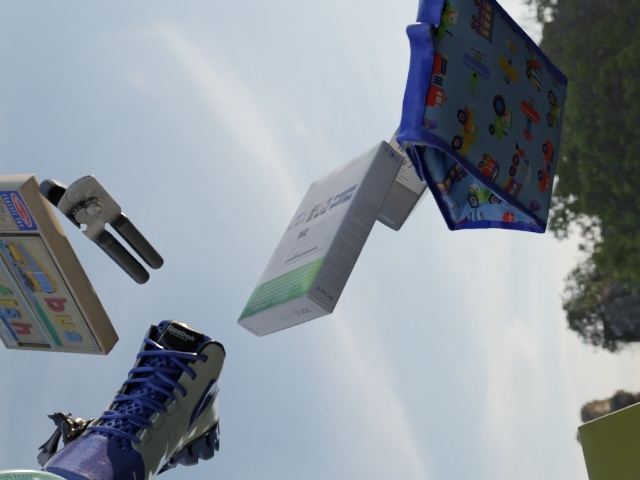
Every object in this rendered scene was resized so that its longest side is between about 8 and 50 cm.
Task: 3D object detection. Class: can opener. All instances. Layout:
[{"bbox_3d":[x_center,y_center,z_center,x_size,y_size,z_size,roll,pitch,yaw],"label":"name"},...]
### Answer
[{"bbox_3d":[-0.351,-0.022,1.255,0.074,0.093,0.280,-47,-34,-12],"label":"can opener"}]

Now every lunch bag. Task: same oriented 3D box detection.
[{"bbox_3d":[0.178,-0.163,0.888,0.293,0.138,0.221,36,-118,-52],"label":"lunch bag"}]

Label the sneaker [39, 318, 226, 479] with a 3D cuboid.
[{"bbox_3d":[-0.206,0.192,0.897,0.315,0.127,0.182,-15,-63,-71],"label":"sneaker"}]

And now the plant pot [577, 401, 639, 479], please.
[{"bbox_3d":[0.175,0.121,0.336,0.081,0.081,0.083,18,-123,-16],"label":"plant pot"}]

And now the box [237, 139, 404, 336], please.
[{"bbox_3d":[0.000,0.000,1.252,0.058,0.232,0.322,39,-122,-17],"label":"box"}]

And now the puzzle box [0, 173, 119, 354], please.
[{"bbox_3d":[-0.587,0.058,1.474,0.052,0.272,0.409,-64,-35,-48],"label":"puzzle box"}]

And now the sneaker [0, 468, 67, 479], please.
[{"bbox_3d":[-0.307,0.297,0.516,0.319,0.127,0.208,-22,-30,-57],"label":"sneaker"}]

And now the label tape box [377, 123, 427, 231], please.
[{"bbox_3d":[0.222,-0.215,1.468,0.347,0.115,0.249,-62,-9,29],"label":"label tape box"}]

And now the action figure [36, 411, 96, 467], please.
[{"bbox_3d":[-0.499,0.442,1.601,0.275,0.164,0.141,76,-142,-76],"label":"action figure"}]
